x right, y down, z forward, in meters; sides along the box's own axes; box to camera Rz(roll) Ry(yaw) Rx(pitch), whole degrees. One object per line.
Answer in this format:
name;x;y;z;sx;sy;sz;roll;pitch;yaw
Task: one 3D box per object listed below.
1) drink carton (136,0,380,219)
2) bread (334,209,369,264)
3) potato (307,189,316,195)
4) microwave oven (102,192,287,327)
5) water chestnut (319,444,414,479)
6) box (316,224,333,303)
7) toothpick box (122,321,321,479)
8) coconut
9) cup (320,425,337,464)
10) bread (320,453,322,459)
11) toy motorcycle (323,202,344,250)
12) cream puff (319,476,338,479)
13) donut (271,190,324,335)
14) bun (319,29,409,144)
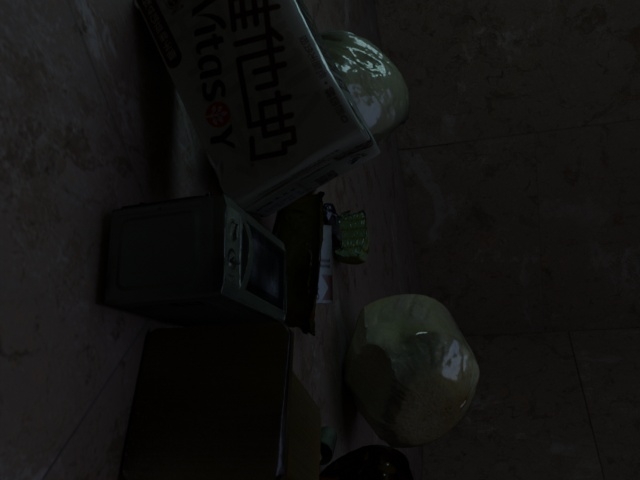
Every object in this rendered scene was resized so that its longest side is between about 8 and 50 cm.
drink carton;-0.084;-0.219;0.824;0.325;0.194;0.132;64;13;12
bread;0.097;0.003;1.787;0.110;0.103;0.156;55;39;-52
potato;-0.023;-0.125;1.514;0.036;0.037;0.093;75;17;-48
microwave oven;-0.142;0.030;0.771;0.205;0.163;0.129;47;41;-68
water chestnut;0.143;0.607;1.313;0.335;0.346;0.335;-2;90;-89
box;-0.022;0.048;1.353;0.115;0.036;0.178;5;81;-43
toothpick box;-0.098;0.255;0.842;0.308;0.190;0.188;67;21;-58
coconut;0.233;0.350;1.727;0.415;0.344;0.415;-56;-157;38
cup;-0.001;0.449;1.394;0.054;0.075;0.083;-61;175;14
bread;-0.066;0.353;1.012;0.074;0.132;0.053;44;31;-68
toy motorcycle;0.000;0.000;1.472;0.212;0.084;0.118;-53;140;-54
cream puff;-0.019;0.530;1.069;0.240;0.163;0.240;-14;90;-87
donut;-0.049;0.038;1.130;0.272;0.107;0.272;-175;-90;-89
bun;-0.025;-0.215;1.059;0.211;0.359;0.360;57;21;-10
